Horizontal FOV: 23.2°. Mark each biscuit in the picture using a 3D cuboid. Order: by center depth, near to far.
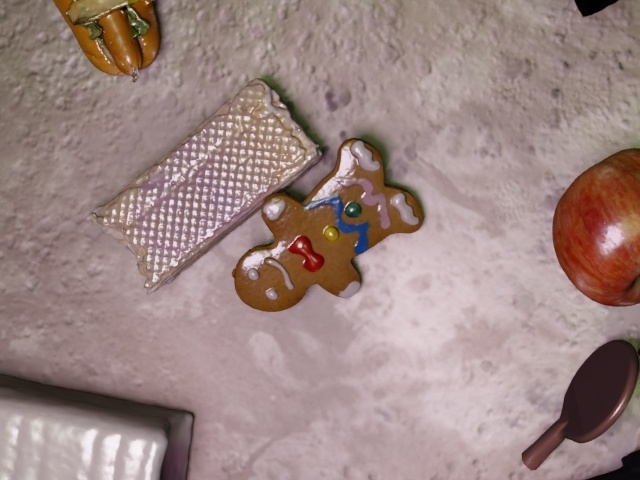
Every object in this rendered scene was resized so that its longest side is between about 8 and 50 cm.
[{"bbox_3d":[0.000,0.000,1.579,0.205,0.031,0.138,-37,110,6],"label":"biscuit"},{"bbox_3d":[-0.118,-0.056,1.603,0.239,0.062,0.108,-39,84,7],"label":"biscuit"}]

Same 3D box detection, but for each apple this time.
[{"bbox_3d":[0.295,-0.014,1.503,0.146,0.146,0.131,-26,65,8],"label":"apple"}]

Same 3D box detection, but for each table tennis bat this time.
[{"bbox_3d":[0.216,0.144,1.527,0.119,0.107,0.170,29,118,-17],"label":"table tennis bat"}]

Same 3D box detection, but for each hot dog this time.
[{"bbox_3d":[-0.239,-0.285,1.609,0.109,0.072,0.269,-25,87,11],"label":"hot dog"}]

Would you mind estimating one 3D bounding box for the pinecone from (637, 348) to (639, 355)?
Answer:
[{"bbox_3d":[0.388,0.105,1.490,0.165,0.163,0.163,3,92,33],"label":"pinecone"}]

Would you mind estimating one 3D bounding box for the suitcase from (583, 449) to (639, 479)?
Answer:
[{"bbox_3d":[0.258,0.276,1.484,0.285,0.206,0.066,-20,97,8],"label":"suitcase"}]

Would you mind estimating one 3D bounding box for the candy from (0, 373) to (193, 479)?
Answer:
[{"bbox_3d":[-0.319,0.250,1.599,0.358,0.145,0.208,12,93,7],"label":"candy"}]

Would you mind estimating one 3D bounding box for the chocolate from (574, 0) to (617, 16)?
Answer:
[{"bbox_3d":[0.259,-0.374,1.446,0.186,0.283,0.283,36,97,18],"label":"chocolate"}]
